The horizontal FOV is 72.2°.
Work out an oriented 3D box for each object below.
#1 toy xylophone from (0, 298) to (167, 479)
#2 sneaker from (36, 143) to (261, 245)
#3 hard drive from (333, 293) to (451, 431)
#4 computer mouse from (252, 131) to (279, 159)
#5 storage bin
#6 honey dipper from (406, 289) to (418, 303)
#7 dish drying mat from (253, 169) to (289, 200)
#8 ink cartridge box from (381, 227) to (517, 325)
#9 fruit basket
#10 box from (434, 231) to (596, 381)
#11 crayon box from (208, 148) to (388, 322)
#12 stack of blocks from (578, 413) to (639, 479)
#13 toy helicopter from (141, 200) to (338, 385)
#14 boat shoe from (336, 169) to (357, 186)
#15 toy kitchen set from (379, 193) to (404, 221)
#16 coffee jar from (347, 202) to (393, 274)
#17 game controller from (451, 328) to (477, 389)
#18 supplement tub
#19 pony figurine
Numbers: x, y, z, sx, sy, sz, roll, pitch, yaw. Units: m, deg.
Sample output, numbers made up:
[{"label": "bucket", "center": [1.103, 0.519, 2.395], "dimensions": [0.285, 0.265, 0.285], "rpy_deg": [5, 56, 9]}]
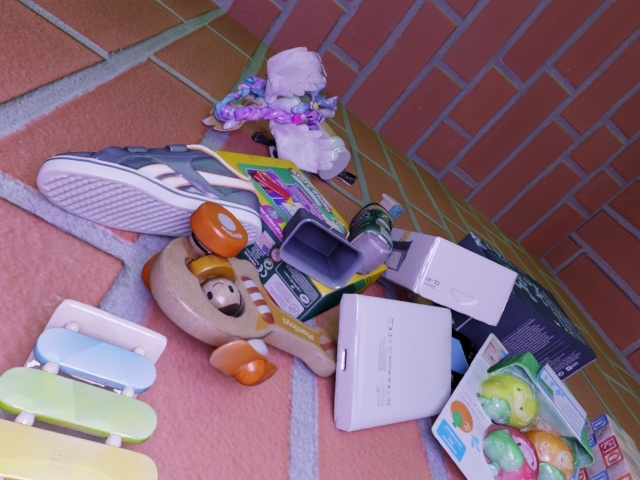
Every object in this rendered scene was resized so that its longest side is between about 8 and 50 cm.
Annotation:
[{"label": "toy xylophone", "center": [-0.241, 0.182, 0.337], "dimensions": [0.236, 0.081, 0.323], "rpy_deg": [25, 28, -32]}, {"label": "sneaker", "center": [-0.245, -0.083, 0.681], "dimensions": [0.320, 0.126, 0.128], "rpy_deg": [15, 54, -34]}, {"label": "hard drive", "center": [0.143, 0.211, 0.779], "dimensions": [0.307, 0.040, 0.203], "rpy_deg": [15, 74, -46]}, {"label": "computer mouse", "center": [-0.125, -0.244, 1.282], "dimensions": [0.106, 0.042, 0.193], "rpy_deg": [22, 25, -47]}, {"label": "storage bin", "center": [0.000, 0.000, 0.745], "dimensions": [0.135, 0.098, 0.091], "rpy_deg": [31, 17, -25]}, {"label": "honey dipper", "center": [0.250, 0.175, 1.155], "dimensions": [0.030, 0.030, 0.161], "rpy_deg": [33, 29, -19]}, {"label": "dish drying mat", "center": [-0.096, -0.110, 0.871], "dimensions": [0.083, 0.008, 0.032], "rpy_deg": [33, 23, -19]}, {"label": "ink cartridge box", "center": [0.262, 0.069, 1.035], "dimensions": [0.226, 0.131, 0.306], "rpy_deg": [22, -1, -17]}, {"label": "fruit basket", "center": [0.385, 0.384, 0.834], "dimensions": [0.327, 0.165, 0.353], "rpy_deg": [54, 35, 8]}, {"label": "box", "center": [0.543, 0.215, 1.301], "dimensions": [0.395, 0.212, 0.294], "rpy_deg": [32, 26, -19]}, {"label": "crayon box", "center": [-0.061, -0.023, 0.924], "dimensions": [0.363, 0.106, 0.313], "rpy_deg": [50, 24, 16]}, {"label": "stack of blocks", "center": [0.582, 0.512, 0.906], "dimensions": [0.087, 0.171, 0.297], "rpy_deg": [45, 23, 8]}, {"label": "toy helicopter", "center": [-0.081, 0.122, 0.627], "dimensions": [0.355, 0.140, 0.235], "rpy_deg": [37, 18, -35]}, {"label": "boat shoe", "center": [0.073, -0.244, 1.576], "dimensions": [0.132, 0.042, 0.049], "rpy_deg": [27, 30, -26]}, {"label": "toy kitchen set", "center": [0.218, -0.019, 1.259], "dimensions": [0.207, 0.166, 0.122], "rpy_deg": [13, 36, -46]}, {"label": "coffee jar", "center": [0.101, -0.011, 0.903], "dimensions": [0.079, 0.096, 0.184], "rpy_deg": [43, 23, -9]}, {"label": "game controller", "center": [0.268, 0.253, 1.001], "dimensions": [0.319, 0.067, 0.167], "rpy_deg": [26, 28, -30]}, {"label": "supplement tub", "center": [-0.009, -0.311, 1.437], "dimensions": [0.200, 0.144, 0.144], "rpy_deg": [52, 26, 22]}, {"label": "pony figurine", "center": [-0.096, -0.357, 1.203], "dimensions": [0.350, 0.303, 0.363], "rpy_deg": [6, 25, 24]}]
